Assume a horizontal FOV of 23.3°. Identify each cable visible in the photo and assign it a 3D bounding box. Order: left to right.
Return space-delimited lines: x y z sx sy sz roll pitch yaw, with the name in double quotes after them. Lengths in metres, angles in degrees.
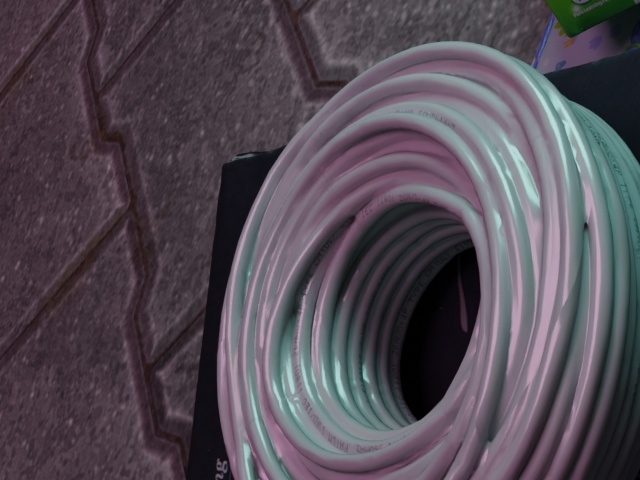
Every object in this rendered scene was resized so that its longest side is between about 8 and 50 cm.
0.051 0.042 0.714 0.257 0.089 0.257 -51 42 27 "cable"

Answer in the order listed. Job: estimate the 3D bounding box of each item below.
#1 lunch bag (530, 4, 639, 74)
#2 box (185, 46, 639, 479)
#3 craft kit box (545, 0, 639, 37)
0.234 -0.120 1.172 0.176 0.090 0.219 11 77 55 "lunch bag"
0.164 0.174 0.829 0.472 0.297 0.479 -9 70 49 "box"
0.277 -0.281 1.146 0.247 0.061 0.250 -28 29 25 "craft kit box"
